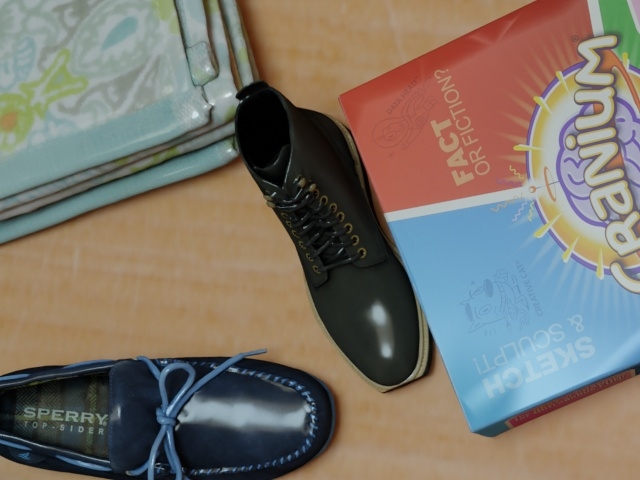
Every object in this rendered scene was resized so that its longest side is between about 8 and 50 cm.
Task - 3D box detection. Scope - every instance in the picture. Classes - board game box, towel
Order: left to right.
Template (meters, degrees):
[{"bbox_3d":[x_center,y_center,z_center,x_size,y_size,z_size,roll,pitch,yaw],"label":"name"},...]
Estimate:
[{"bbox_3d":[-0.240,-0.163,1.088,0.374,0.090,0.320,-18,72,15],"label":"towel"},{"bbox_3d":[0.199,-0.047,0.928,0.317,0.064,0.242,-25,73,13],"label":"board game box"}]

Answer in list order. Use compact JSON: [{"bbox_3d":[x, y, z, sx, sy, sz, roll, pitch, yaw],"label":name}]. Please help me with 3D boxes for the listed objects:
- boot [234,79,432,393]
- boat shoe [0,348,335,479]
[{"bbox_3d":[0.000,0.000,0.948,0.077,0.137,0.198,-28,73,12],"label":"boot"},{"bbox_3d":[-0.121,0.128,0.991,0.258,0.089,0.109,-8,78,17],"label":"boat shoe"}]
